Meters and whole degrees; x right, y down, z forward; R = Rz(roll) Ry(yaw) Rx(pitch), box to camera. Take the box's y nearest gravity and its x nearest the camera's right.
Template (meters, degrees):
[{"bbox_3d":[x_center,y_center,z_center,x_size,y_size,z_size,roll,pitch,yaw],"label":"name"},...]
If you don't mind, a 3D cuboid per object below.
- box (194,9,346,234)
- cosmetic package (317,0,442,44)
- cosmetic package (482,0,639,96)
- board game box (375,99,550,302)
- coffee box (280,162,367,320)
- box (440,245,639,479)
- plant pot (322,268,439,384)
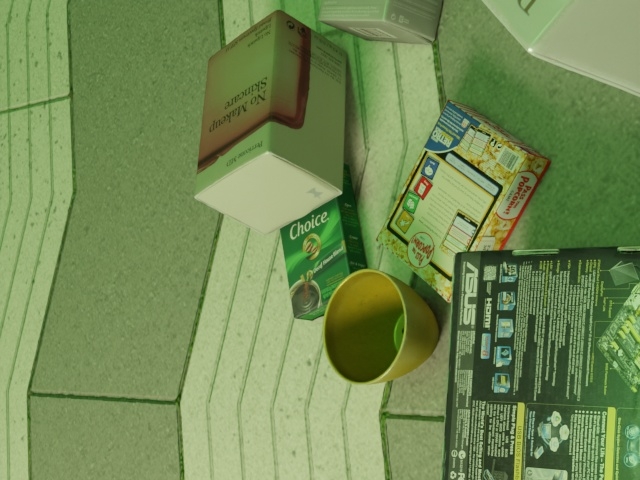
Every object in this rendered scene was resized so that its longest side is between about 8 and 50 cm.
[{"bbox_3d":[-0.062,-0.150,1.683,0.149,0.127,0.232,-29,46,38],"label":"box"},{"bbox_3d":[0.090,-0.373,1.632,0.127,0.107,0.237,13,88,47],"label":"cosmetic package"},{"bbox_3d":[0.326,-0.378,1.220,0.393,0.327,0.329,-54,48,25],"label":"cosmetic package"},{"bbox_3d":[0.161,-0.044,1.524,0.147,0.045,0.193,43,112,42],"label":"board game box"},{"bbox_3d":[0.000,0.000,1.686,0.113,0.040,0.184,-27,63,40],"label":"coffee box"},{"bbox_3d":[0.270,0.203,1.294,0.318,0.097,0.394,-4,78,41],"label":"box"},{"bbox_3d":[0.083,0.105,1.537,0.134,0.095,0.134,-12,73,45],"label":"plant pot"}]
